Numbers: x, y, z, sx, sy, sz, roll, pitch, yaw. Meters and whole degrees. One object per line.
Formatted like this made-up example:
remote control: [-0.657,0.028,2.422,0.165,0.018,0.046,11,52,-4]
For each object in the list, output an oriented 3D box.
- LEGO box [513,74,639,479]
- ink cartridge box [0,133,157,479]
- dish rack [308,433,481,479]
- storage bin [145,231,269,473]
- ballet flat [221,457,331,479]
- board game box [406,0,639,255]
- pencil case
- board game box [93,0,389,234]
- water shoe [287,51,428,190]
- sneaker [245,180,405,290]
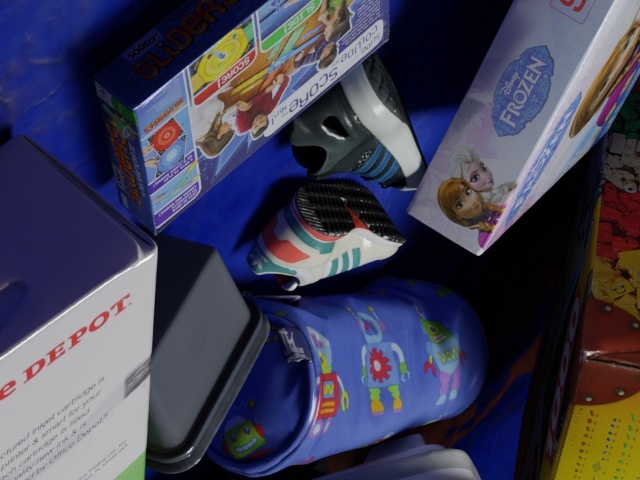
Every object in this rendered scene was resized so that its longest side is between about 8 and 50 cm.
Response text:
LEGO box: [0.293,0.149,1.740,0.372,0.193,0.500,-76,175,-45]
ink cartridge box: [-0.201,0.101,1.096,0.198,0.115,0.273,-38,155,-29]
dish rack: [-0.012,0.248,1.598,0.332,0.072,0.285,-16,156,5]
storage bin: [-0.106,0.062,1.251,0.135,0.098,0.091,-60,151,-31]
ballet flat: [-0.024,0.195,1.657,0.074,0.074,0.203,-50,153,-1]
board game box: [0.207,-0.177,1.403,0.318,0.066,0.319,-38,157,-58]
pencil case: [0.015,0.095,1.503,0.119,0.133,0.306,-12,177,31]
board game box: [-0.040,-0.107,1.141,0.201,0.035,0.136,-41,157,-21]
water shoe: [0.019,-0.076,1.325,0.080,0.073,0.203,-21,161,6]
sneaker: [0.000,0.000,1.420,0.075,0.057,0.161,-39,164,20]
